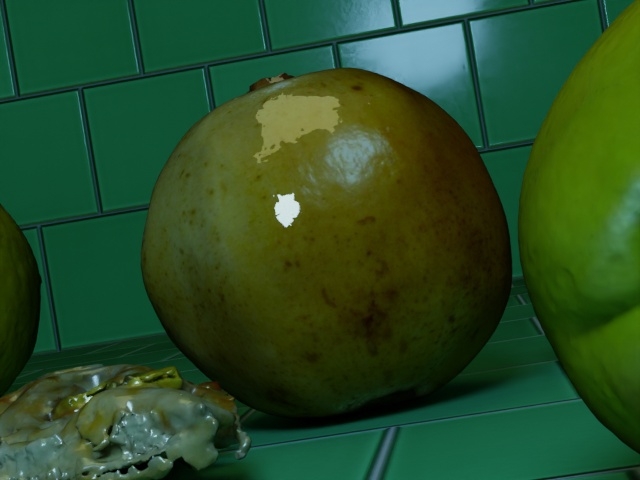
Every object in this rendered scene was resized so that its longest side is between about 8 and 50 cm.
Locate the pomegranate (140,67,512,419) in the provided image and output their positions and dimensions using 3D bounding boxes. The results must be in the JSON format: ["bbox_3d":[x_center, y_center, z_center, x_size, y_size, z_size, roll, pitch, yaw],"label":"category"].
[{"bbox_3d":[0.000,0.000,0.996,0.264,0.264,0.264,-9,0,0],"label":"pomegranate"}]

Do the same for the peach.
[{"bbox_3d":[0.191,-0.008,0.517,0.231,0.231,0.231,-9,0,0],"label":"peach"}]

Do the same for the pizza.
[{"bbox_3d":[-0.139,0.113,0.823,0.189,0.071,0.297,-8,0,-21],"label":"pizza"}]

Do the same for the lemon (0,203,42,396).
[{"bbox_3d":[-0.417,0.058,1.375,0.297,0.297,0.297,-9,0,0],"label":"lemon"}]
